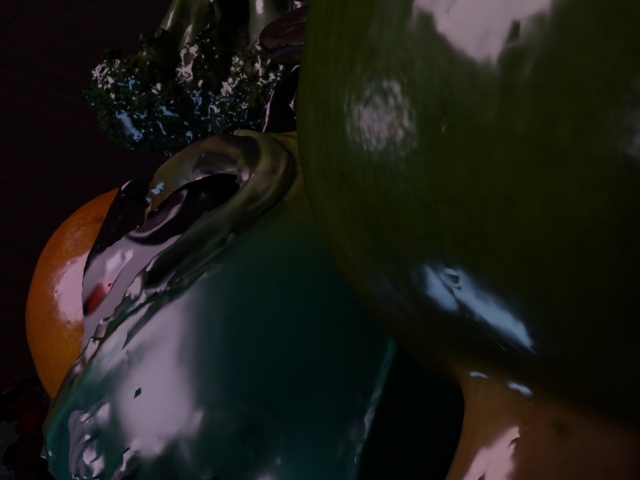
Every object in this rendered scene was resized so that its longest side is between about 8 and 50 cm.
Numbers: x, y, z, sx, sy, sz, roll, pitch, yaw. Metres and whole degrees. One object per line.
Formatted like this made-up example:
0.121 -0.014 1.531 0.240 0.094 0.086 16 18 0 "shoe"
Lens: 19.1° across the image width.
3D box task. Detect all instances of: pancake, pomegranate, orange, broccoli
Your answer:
0.074 -0.158 1.217 0.250 0.250 0.031 -118 10 -80 "pancake"
0.089 -0.023 0.647 0.358 0.216 0.310 -67 11 -8 "pomegranate"
-0.139 0.073 1.720 0.261 0.261 0.261 -155 90 -82 "orange"
-0.050 -0.170 1.652 0.321 0.304 0.283 -65 -33 -88 "broccoli"

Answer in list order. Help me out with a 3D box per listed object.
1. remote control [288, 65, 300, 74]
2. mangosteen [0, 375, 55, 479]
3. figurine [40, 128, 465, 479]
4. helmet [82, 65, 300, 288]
0.076 -0.187 1.461 0.277 0.055 0.103 -43 1 -16 "remote control"
-0.251 0.273 1.834 0.288 0.288 0.288 -155 90 -82 "mangosteen"
-0.011 0.087 0.867 0.323 0.231 0.340 -56 13 34 "figurine"
0.000 0.000 1.277 0.305 0.177 0.225 -32 -11 -5 "helmet"
